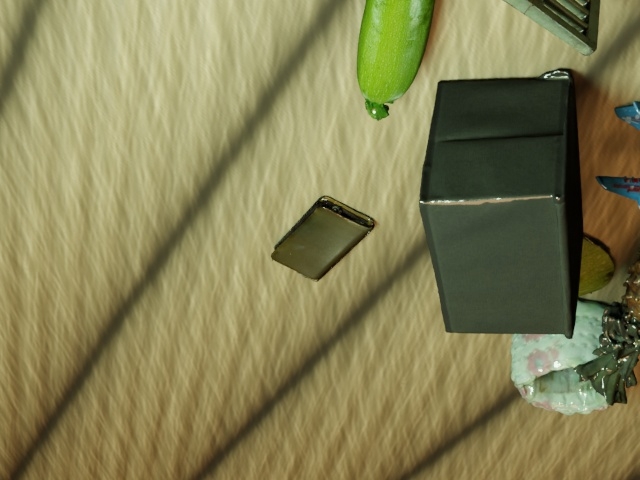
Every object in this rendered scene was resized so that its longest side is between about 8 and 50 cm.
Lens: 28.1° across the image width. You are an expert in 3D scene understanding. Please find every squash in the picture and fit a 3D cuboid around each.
[{"bbox_3d":[0.403,0.068,2.164,0.184,0.085,0.192,14,144,-1],"label":"squash"},{"bbox_3d":[0.105,-0.309,1.755,0.101,0.101,0.378,11,138,2],"label":"squash"}]

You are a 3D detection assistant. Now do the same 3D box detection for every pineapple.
[{"bbox_3d":[0.541,0.136,2.095,0.170,0.141,0.310,11,119,-29],"label":"pineapple"}]

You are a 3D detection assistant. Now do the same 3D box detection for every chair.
[{"bbox_3d":[0.280,-0.374,1.592,0.270,0.136,0.147,27,141,-17],"label":"chair"}]

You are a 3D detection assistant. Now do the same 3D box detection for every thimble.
[{"bbox_3d":[0.441,0.207,2.280,0.211,0.149,0.185,3,144,13],"label":"thimble"}]

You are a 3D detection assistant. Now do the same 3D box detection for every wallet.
[{"bbox_3d":[0.000,0.000,2.229,0.110,0.031,0.198,26,141,-17],"label":"wallet"}]

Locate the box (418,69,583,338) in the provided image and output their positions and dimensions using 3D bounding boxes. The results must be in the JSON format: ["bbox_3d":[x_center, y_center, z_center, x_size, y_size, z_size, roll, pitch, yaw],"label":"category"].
[{"bbox_3d":[0.280,-0.046,1.915,0.205,0.251,0.345,1,141,15],"label":"box"}]

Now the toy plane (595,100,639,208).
[{"bbox_3d":[0.517,-0.095,1.815,0.105,0.271,0.254,-13,165,-45],"label":"toy plane"}]
